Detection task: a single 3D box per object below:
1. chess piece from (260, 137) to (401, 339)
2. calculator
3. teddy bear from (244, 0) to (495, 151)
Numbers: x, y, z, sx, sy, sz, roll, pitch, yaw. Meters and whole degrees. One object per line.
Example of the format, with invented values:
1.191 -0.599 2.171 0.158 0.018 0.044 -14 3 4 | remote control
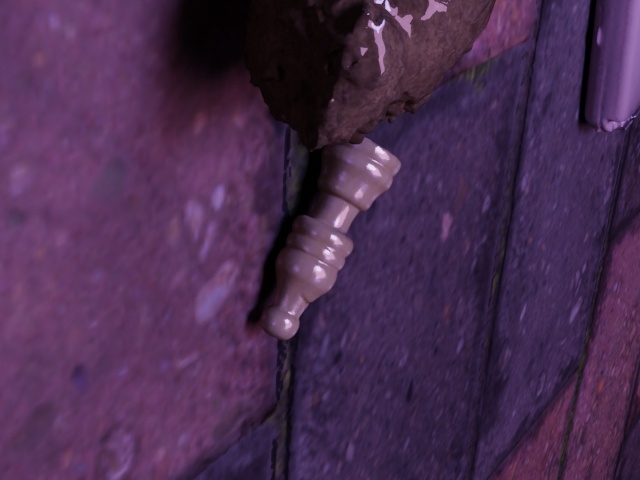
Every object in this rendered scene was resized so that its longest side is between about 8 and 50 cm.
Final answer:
0.000 0.000 0.448 0.092 0.035 0.035 -63 151 -5 | chess piece
0.222 -0.159 0.733 0.100 0.032 0.175 -43 141 -41 | calculator
0.041 -0.150 0.322 0.182 0.129 0.251 -8 114 -57 | teddy bear
